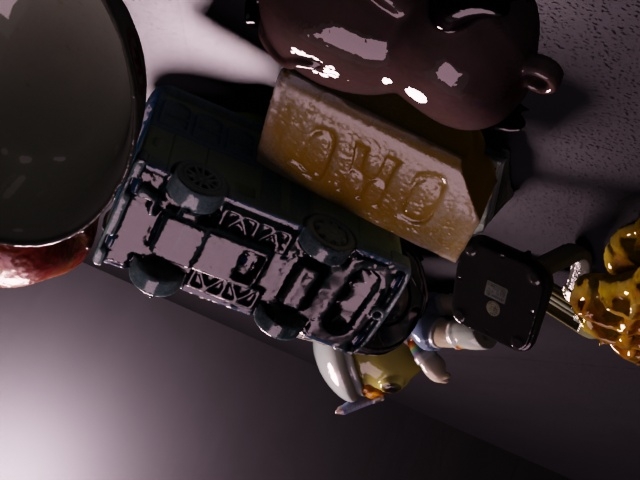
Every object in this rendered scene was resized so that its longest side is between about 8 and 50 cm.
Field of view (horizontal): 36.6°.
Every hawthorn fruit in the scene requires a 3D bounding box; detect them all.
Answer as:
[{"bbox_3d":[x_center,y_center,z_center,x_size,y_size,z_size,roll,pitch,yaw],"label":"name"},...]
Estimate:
[{"bbox_3d":[-0.524,-0.089,1.537,0.368,0.285,0.285,26,167,5],"label":"hawthorn fruit"}]

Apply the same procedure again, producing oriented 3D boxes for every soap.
[{"bbox_3d":[0.060,-0.085,0.948,0.232,0.073,0.140,27,145,4],"label":"soap"}]

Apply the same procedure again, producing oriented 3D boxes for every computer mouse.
[{"bbox_3d":[0.142,-0.056,1.054,0.126,0.071,0.231,19,165,14],"label":"computer mouse"}]

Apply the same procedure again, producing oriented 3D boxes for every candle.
[{"bbox_3d":[0.009,0.072,1.533,0.187,0.187,0.330,30,167,-30],"label":"candle"}]

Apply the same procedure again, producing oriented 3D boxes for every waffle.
[{"bbox_3d":[0.417,0.069,0.958,0.261,0.151,0.324,23,166,-19],"label":"waffle"}]

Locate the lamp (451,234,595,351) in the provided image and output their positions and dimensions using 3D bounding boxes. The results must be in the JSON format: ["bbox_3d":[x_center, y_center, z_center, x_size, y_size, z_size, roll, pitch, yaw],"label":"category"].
[{"bbox_3d":[0.237,0.040,1.194,0.203,0.125,0.283,25,-167,32],"label":"lamp"}]

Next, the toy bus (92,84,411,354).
[{"bbox_3d":[-0.068,-0.019,1.049,0.312,0.190,0.152,22,123,-14],"label":"toy bus"}]

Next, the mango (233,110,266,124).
[{"bbox_3d":[-0.145,-0.093,1.236,0.293,0.143,0.175,-8,136,45],"label":"mango"}]

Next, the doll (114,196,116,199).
[{"bbox_3d":[-0.365,-0.079,1.860,0.125,0.027,0.037,14,172,30],"label":"doll"}]

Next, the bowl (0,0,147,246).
[{"bbox_3d":[-0.291,-0.175,0.976,0.337,0.337,0.157,18,-153,16],"label":"bowl"}]

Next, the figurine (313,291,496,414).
[{"bbox_3d":[0.134,0.136,1.645,0.205,0.225,0.381,28,138,-31],"label":"figurine"}]

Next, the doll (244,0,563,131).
[{"bbox_3d":[0.054,-0.158,0.701,0.257,0.117,0.182,17,167,22],"label":"doll"}]

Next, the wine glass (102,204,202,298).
[{"bbox_3d":[-0.264,-0.011,1.742,0.232,0.156,0.156,35,162,-28],"label":"wine glass"}]
